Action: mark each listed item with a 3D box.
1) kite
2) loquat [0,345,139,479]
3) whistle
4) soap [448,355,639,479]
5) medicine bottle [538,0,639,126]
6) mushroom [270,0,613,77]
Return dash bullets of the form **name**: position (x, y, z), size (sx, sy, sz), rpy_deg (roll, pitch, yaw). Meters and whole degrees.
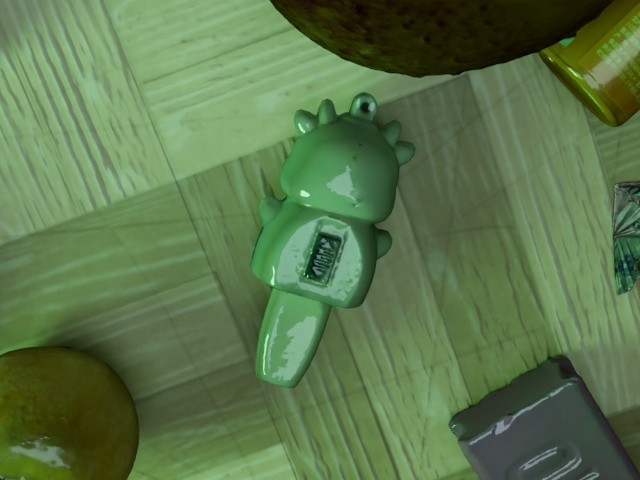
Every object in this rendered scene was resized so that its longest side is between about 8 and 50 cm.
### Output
- **kite**: position (0.304, 0.000, 0.990), size (0.152, 0.005, 0.137), rpy_deg (41, 99, -14)
- **loquat**: position (-0.220, 0.156, 0.922), size (0.163, 0.163, 0.137), rpy_deg (20, 134, -9)
- **whistle**: position (0.000, 0.000, 0.922), size (0.110, 0.092, 0.244), rpy_deg (15, 102, -10)
- **soap**: position (0.213, 0.212, 1.009), size (0.122, 0.065, 0.203), rpy_deg (-33, 106, 5)
- **medicine bottle**: position (0.264, -0.183, 0.889), size (0.192, 0.096, 0.096), rpy_deg (-44, 104, 7)
- **mushroom**: position (0.066, -0.286, 0.800), size (0.334, 0.356, 0.331), rpy_deg (20, 98, -51)
